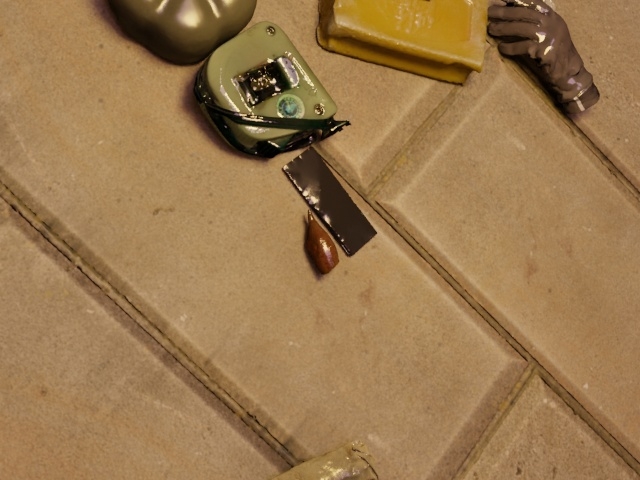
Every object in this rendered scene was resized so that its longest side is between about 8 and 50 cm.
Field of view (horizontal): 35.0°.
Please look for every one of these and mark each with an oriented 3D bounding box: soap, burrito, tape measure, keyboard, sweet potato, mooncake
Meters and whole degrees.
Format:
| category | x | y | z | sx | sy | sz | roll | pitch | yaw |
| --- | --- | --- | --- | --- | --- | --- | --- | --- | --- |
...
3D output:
| category | x | y | z | sx | sy | sz | roll | pitch | yaw |
| --- | --- | --- | --- | --- | --- | --- | --- | --- | --- |
| soap | 0.156 | -0.423 | 1.885 | 0.315 | 0.091 | 0.199 | 13 | 71 | -21 |
| burrito | -0.034 | 0.404 | 1.620 | 0.275 | 0.059 | 0.082 | -20 | 79 | -26 |
| tape measure | -0.093 | -0.235 | 1.719 | 0.207 | 0.115 | 0.235 | -38 | 94 | -28 |
| keyboard | 0.017 | -0.069 | 1.781 | 0.074 | 0.015 | 0.196 | -40 | 95 | -30 |
| sweet potato | 0.000 | 0.000 | 1.737 | 0.049 | 0.049 | 0.117 | -18 | 85 | -26 |
| mooncake | -0.230 | -0.442 | 1.701 | 0.275 | 0.135 | 0.275 | 4 | 79 | -20 |

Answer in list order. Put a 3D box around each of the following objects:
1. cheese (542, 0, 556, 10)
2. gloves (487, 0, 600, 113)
| category | x | y | z | sx | sy | sz | roll | pitch | yaw |
| --- | --- | --- | --- | --- | --- | --- | --- | --- | --- |
| cheese | 0.383 | -0.552 | 2.036 | 0.255 | 0.050 | 0.127 | 46 | 63 | -9 |
| gloves | 0.444 | -0.377 | 1.991 | 0.285 | 0.119 | 0.142 | 43 | 43 | -7 |
